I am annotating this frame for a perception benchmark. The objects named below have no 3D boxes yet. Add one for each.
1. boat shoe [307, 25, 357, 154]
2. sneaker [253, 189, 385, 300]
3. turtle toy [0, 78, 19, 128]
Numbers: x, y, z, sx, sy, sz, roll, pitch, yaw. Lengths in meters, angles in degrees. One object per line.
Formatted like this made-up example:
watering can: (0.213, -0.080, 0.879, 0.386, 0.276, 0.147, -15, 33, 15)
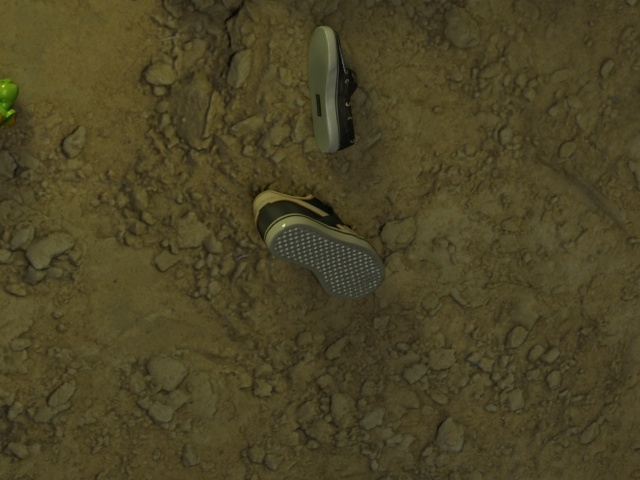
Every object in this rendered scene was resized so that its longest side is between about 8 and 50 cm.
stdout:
boat shoe: (0.030, -0.265, 1.867, 0.076, 0.080, 0.229, -15, 112, -26)
sneaker: (0.000, 0.000, 1.947, 0.126, 0.127, 0.321, -42, 139, 12)
turtle toy: (-0.545, -0.210, 1.748, 0.130, 0.095, 0.066, -38, 93, 3)
